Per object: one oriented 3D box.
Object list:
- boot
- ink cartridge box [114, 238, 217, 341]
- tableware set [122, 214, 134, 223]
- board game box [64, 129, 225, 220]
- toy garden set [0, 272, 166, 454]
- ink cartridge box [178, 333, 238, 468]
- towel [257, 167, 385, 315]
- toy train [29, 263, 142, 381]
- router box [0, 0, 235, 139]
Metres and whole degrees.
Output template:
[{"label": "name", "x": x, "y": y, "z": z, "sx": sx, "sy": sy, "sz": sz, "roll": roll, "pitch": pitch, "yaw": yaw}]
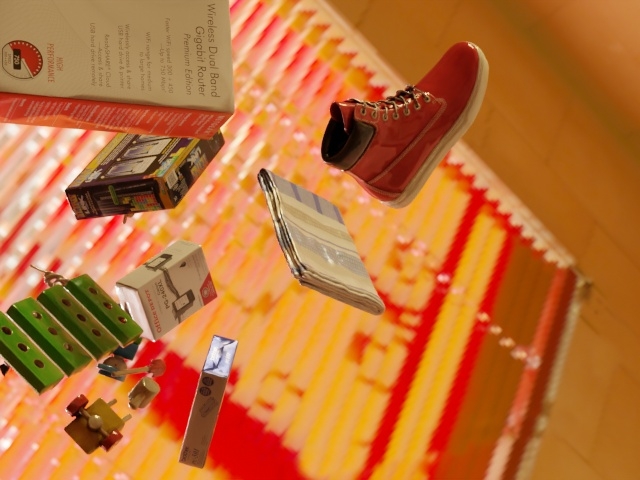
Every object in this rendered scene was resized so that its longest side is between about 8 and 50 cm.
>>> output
[{"label": "boot", "x": 0.106, "y": -0.179, "z": 1.613, "sx": 0.088, "sy": 0.176, "sz": 0.244, "roll": 32, "pitch": -90, "yaw": 49}, {"label": "ink cartridge box", "x": -0.258, "y": 0.084, "z": 2.086, "sx": 0.063, "sy": 0.109, "sz": 0.150, "roll": 14, "pitch": -141, "yaw": 42}, {"label": "tableware set", "x": -0.238, "y": -0.110, "z": 1.752, "sx": 0.169, "sy": 0.020, "sz": 0.141, "roll": -64, "pitch": 171, "yaw": -52}, {"label": "board game box", "x": -0.214, "y": -0.092, "z": 1.536, "sx": 0.141, "sy": 0.048, "sz": 0.170, "roll": -7, "pitch": -151, "yaw": 25}, {"label": "toy garden set", "x": -0.281, "y": 0.149, "z": 1.477, "sx": 0.049, "sy": 0.204, "sz": 0.244, "roll": -48, "pitch": 173, "yaw": 20}, {"label": "ink cartridge box", "x": -0.182, "y": 0.262, "z": 2.014, "sx": 0.097, "sy": 0.046, "sz": 0.207, "roll": -77, "pitch": -177, "yaw": -56}, {"label": "towel", "x": 0.000, "y": 0.000, "z": 2.140, "sx": 0.034, "sy": 0.209, "sz": 0.285, "roll": -46, "pitch": -140, "yaw": 23}, {"label": "toy train", "x": -0.445, "y": 0.156, "z": 2.290, "sx": 0.105, "sy": 0.248, "sz": 0.143, "roll": 145, "pitch": -34, "yaw": -73}, {"label": "router box", "x": -0.246, "y": -0.280, "z": 1.241, "sx": 0.082, "sy": 0.301, "sz": 0.335, "roll": 146, "pitch": -57, "yaw": -61}]
